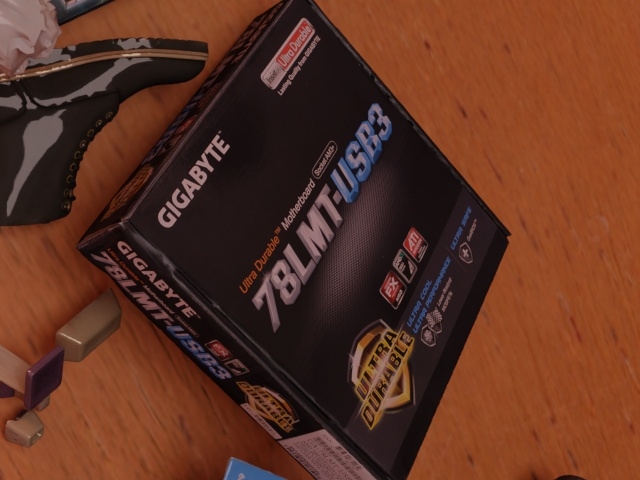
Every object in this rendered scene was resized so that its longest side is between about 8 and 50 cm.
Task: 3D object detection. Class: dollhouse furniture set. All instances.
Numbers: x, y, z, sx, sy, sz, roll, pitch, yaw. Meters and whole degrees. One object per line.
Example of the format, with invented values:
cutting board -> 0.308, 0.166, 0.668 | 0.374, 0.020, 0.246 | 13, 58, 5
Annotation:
dollhouse furniture set -> -0.215, 0.079, 0.940 | 0.081, 0.091, 0.114 | 30, 43, 16

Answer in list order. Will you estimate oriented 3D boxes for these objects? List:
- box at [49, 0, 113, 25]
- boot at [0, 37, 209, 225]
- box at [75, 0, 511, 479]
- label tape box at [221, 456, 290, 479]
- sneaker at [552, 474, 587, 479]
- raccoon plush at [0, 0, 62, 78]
box -> -0.204, -0.290, 0.929 | 0.159, 0.044, 0.233 | -31, 104, -24
boot -> -0.177, -0.081, 0.933 | 0.198, 0.077, 0.137 | -9, 98, -15
box -> 0.000, 0.000, 0.968 | 0.293, 0.073, 0.295 | 49, 47, -19
label tape box -> 0.005, 0.333, 0.993 | 0.334, 0.106, 0.240 | 27, 74, -25
sneaker -> 0.201, 0.372, 1.092 | 0.131, 0.112, 0.318 | 1, 88, -38
raccoon plush -> -0.292, -0.345, 0.802 | 0.446, 0.216, 0.299 | 45, 65, -22
